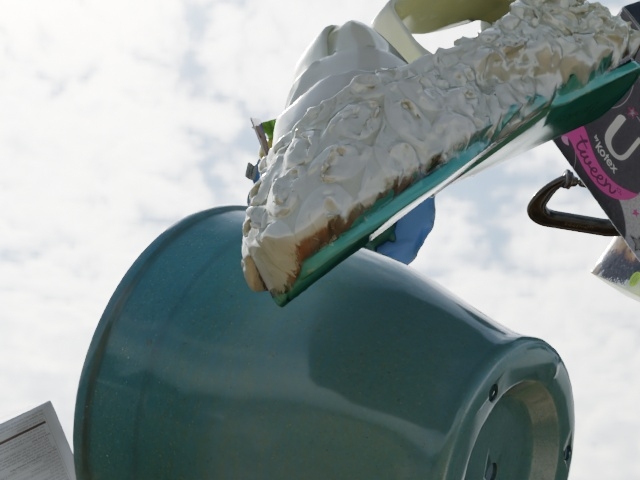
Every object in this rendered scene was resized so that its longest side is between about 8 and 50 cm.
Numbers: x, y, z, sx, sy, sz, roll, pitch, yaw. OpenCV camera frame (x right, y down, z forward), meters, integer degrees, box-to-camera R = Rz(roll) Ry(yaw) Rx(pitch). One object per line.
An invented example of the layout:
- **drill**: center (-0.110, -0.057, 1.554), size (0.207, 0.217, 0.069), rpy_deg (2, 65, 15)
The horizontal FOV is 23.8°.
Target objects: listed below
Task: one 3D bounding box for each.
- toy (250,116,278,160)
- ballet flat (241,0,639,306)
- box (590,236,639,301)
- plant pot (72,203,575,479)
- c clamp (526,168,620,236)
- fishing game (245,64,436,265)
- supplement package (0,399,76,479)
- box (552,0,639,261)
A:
- **toy**: center (0.000, 0.000, 1.351), size (0.056, 0.237, 0.137), rpy_deg (-19, 0, 6)
- **ballet flat**: center (0.058, -0.084, 0.944), size (0.147, 0.147, 0.409), rpy_deg (-24, 4, 40)
- **box**: center (0.404, 0.043, 1.746), size (0.058, 0.087, 0.232), rpy_deg (33, 0, -23)
- **plant pot**: center (0.019, 0.128, 1.020), size (0.255, 0.271, 0.272), rpy_deg (12, -16, 35)
- **c clamp**: center (0.311, -0.048, 1.656), size (0.161, 0.022, 0.137), rpy_deg (5, -33, -9)
- **fishing game**: center (0.016, -0.043, 1.450), size (0.189, 0.264, 0.041), rpy_deg (8, -7, 13)
- **supplement package**: center (-0.292, 0.294, 1.428), size (0.139, 0.244, 0.134), rpy_deg (-24, 3, -40)
- **box**: center (0.320, -0.064, 1.227), size (0.142, 0.247, 0.163), rpy_deg (-19, -23, -32)
